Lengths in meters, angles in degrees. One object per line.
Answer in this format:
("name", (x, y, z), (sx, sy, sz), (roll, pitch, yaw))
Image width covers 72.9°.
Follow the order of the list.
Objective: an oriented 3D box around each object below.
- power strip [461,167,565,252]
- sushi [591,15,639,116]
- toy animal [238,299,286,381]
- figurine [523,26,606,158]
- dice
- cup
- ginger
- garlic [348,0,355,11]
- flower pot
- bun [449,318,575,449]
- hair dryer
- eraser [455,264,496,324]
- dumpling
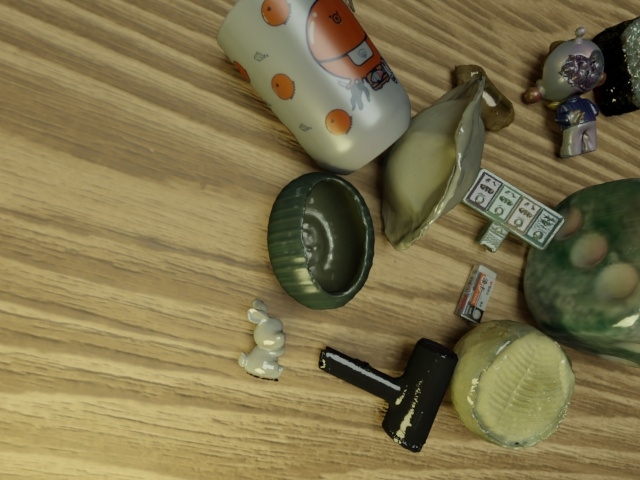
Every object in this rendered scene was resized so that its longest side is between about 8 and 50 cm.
("power strip", (0.397, -0.045, 0.950), (0.216, 0.061, 0.145), (33, 96, 1))
("sushi", (0.767, -0.435, 1.084), (0.137, 0.126, 0.224), (-16, 93, -20))
("toy animal", (-0.096, 0.177, 0.769), (0.085, 0.071, 0.124), (14, 89, -2))
("figurine", (0.583, -0.334, 1.018), (0.194, 0.133, 0.274), (7, 98, -7))
("dice", (0.673, 0.083, 0.899), (0.331, 0.348, 0.327), (23, 77, -18))
("cup", (0.004, -0.283, 0.764), (0.212, 0.212, 0.317), (-43, 102, -17))
("ginger", (0.361, -0.316, 0.964), (0.190, 0.069, 0.095), (41, 53, -12))
("garlic", (-0.063, -0.591, 0.819), (0.339, 0.151, 0.196), (6, 111, -26))
("flower pot", (0.000, 0.000, 0.769), (0.190, 0.157, 0.242), (0, 87, -18))
("bun", (0.366, 0.280, 0.880), (0.260, 0.152, 0.259), (-3, 99, -16))
("hair dryer", (0.115, 0.262, 0.821), (0.252, 0.089, 0.197), (22, 94, -4))
("eraser", (0.340, 0.117, 0.946), (0.052, 0.029, 0.122), (29, 78, -16))
("dumpling", (0.224, -0.158, 0.803), (0.341, 0.260, 0.181), (-42, 92, -9))
